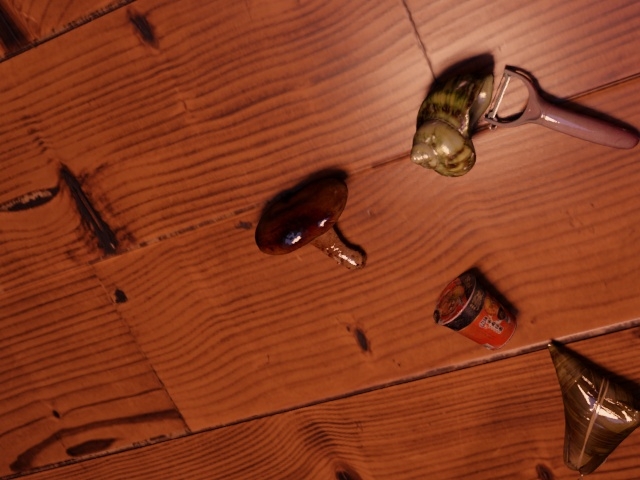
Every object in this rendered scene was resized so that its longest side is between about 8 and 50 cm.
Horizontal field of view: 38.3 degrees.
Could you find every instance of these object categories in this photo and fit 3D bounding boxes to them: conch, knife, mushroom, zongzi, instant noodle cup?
[{"bbox_3d":[0.232,-0.208,1.665,0.124,0.181,0.187,14,142,7],"label":"conch"},{"bbox_3d":[0.445,-0.211,1.684,0.278,0.053,0.123,20,125,4],"label":"knife"},{"bbox_3d":[0.000,0.000,1.872,0.227,0.148,0.217,-23,126,28],"label":"mushroom"},{"bbox_3d":[0.527,0.361,1.945,0.241,0.111,0.247,36,127,14],"label":"zongzi"},{"bbox_3d":[0.320,0.153,1.869,0.136,0.127,0.127,36,120,-15],"label":"instant noodle cup"}]
